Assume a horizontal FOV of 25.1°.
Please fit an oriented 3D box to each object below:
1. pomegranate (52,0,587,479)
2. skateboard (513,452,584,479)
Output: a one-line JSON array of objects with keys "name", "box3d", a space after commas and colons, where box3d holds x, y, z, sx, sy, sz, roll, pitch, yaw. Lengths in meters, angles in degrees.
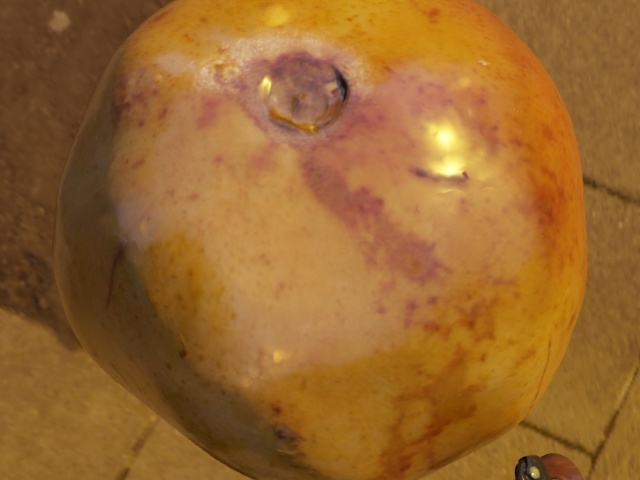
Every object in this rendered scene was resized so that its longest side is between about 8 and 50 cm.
[{"name": "pomegranate", "box3d": [0.000, 0.000, 0.700, 0.264, 0.264, 0.264, -4, 70, 12]}, {"name": "skateboard", "box3d": [0.127, 0.178, 0.702, 0.080, 0.067, 0.151, -2, 66, -34]}]
